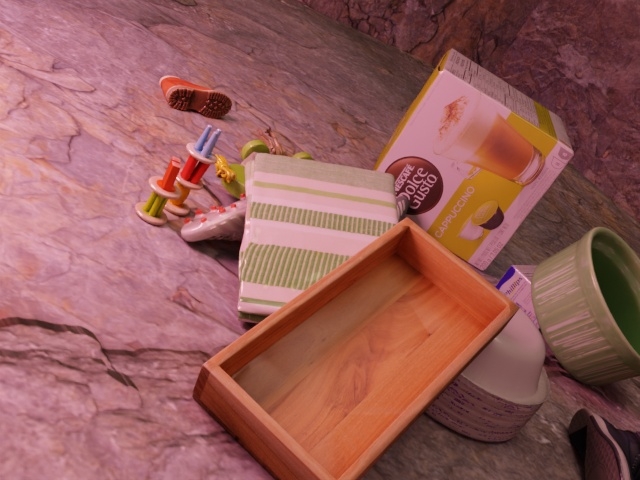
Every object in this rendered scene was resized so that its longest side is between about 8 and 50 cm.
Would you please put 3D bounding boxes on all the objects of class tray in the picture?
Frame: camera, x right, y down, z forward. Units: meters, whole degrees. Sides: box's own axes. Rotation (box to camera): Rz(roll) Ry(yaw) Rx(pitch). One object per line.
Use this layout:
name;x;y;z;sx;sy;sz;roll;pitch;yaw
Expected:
tray;0.061;0.135;0.983;0.203;0.076;0.411;41;46;17

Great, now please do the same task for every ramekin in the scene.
ramekin;0.552;0.139;1.555;0.303;0.148;0.303;28;46;-34

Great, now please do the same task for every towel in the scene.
towel;0.000;0.000;1.180;0.248;0.038;0.324;8;47;-9

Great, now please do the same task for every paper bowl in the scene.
paper bowl;0.233;0.162;1.227;0.284;0.148;0.284;28;24;-14

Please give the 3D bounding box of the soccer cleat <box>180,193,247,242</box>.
soccer cleat;-0.137;-0.024;1.231;0.068;0.076;0.196;0;18;36

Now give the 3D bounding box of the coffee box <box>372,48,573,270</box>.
coffee box;0.335;-0.199;1.823;0.334;0.337;0.338;32;24;-1

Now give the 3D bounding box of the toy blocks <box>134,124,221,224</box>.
toy blocks;-0.208;-0.103;1.184;0.054;0.148;0.123;36;23;8

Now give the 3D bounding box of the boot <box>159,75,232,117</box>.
boot;-0.260;-0.305;1.636;0.158;0.059;0.084;9;28;-42

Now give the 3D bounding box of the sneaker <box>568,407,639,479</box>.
sneaker;0.492;0.365;1.229;0.163;0.086;0.226;28;22;-5

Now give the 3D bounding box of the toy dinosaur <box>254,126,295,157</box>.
toy dinosaur;-0.095;-0.186;1.637;0.092;0.053;0.183;49;15;8

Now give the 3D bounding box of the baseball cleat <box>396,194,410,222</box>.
baseball cleat;0.148;-0.036;1.629;0.109;0.072;0.206;53;32;11

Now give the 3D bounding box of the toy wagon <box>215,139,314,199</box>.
toy wagon;-0.059;-0.084;1.442;0.344;0.068;0.267;10;32;-41

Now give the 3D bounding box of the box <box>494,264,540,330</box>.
box;0.469;0.122;1.697;0.126;0.072;0.137;3;38;-48
